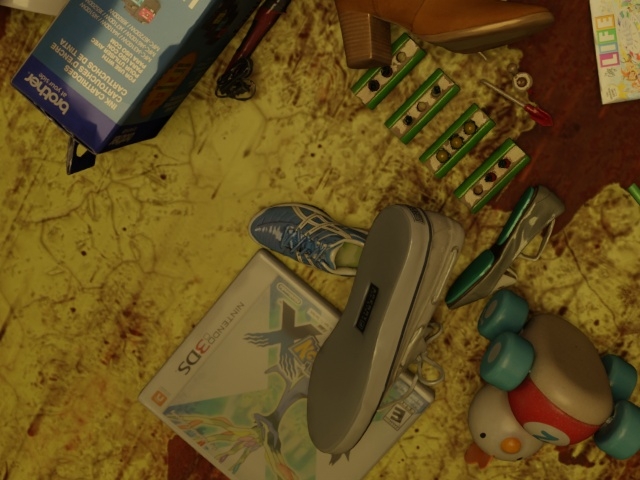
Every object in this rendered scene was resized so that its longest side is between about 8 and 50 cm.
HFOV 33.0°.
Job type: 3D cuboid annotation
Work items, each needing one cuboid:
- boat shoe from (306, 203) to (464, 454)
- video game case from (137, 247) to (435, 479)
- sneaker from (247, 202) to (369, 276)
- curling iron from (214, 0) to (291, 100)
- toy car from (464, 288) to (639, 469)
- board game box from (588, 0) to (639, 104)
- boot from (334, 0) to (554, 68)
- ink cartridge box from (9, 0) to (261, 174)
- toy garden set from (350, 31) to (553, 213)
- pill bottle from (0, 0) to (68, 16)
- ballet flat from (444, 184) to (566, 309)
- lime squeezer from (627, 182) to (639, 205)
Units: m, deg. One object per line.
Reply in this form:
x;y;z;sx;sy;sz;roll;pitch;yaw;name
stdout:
0.104;0.127;1.450;0.157;0.136;0.367;8;109;-32;boat shoe
-0.053;0.226;1.564;0.329;0.036;0.300;40;103;1;video game case
0.000;0.000;1.494;0.211;0.081;0.080;13;101;7;sneaker
-0.060;-0.306;1.473;0.068;0.035;0.274;40;102;39;curling iron
0.271;0.233;1.441;0.219;0.210;0.238;30;116;-8;toy car
0.411;-0.262;1.412;0.104;0.026;0.154;-8;98;11;board game box
0.145;-0.343;1.366;0.295;0.104;0.211;-5;86;30;boot
-0.224;-0.265;1.389;0.151;0.270;0.395;42;103;-1;ink cartridge box
0.193;-0.189;1.448;0.244;0.049;0.204;45;103;0;toy garden set
-0.363;-0.449;1.438;0.161;0.161;0.283;14;102;7;pill bottle
0.255;0.023;1.464;0.068;0.072;0.213;34;104;-8;ballet flat
0.527;0.020;1.352;0.310;0.059;0.109;16;102;7;lime squeezer
